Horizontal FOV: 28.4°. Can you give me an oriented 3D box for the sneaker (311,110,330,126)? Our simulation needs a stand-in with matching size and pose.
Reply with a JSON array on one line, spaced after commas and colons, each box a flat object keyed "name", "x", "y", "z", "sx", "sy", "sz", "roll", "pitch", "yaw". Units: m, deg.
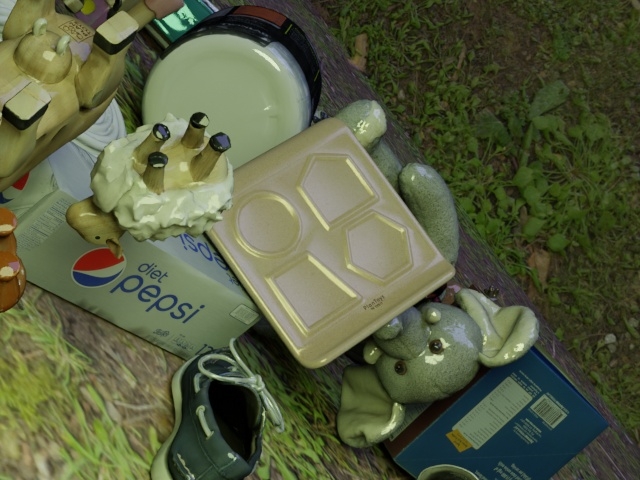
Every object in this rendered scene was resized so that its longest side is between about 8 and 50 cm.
[{"name": "sneaker", "x": -0.051, "y": -0.177, "z": 1.984, "sx": 0.107, "sy": 0.110, "sz": 0.275, "roll": -43, "pitch": 114, "yaw": -42}]

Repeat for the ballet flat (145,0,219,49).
[{"name": "ballet flat", "x": -0.287, "y": -0.414, "z": 1.881, "sx": 0.400, "sy": 0.139, "sz": 0.139, "roll": 50, "pitch": 13, "yaw": -19}]

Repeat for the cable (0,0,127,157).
[{"name": "cable", "x": -0.293, "y": -0.154, "z": 1.187, "sx": 0.257, "sy": 0.089, "sz": 0.257, "roll": 35, "pitch": 20, "yaw": -47}]

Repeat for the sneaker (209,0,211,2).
[{"name": "sneaker", "x": -0.274, "y": -0.417, "z": 2.019, "sx": 0.217, "sy": 0.079, "sz": 0.121, "roll": 27, "pitch": -34, "yaw": 15}]

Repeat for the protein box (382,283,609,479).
[{"name": "protein box", "x": 0.193, "y": 0.204, "z": 1.516, "sx": 0.200, "sy": 0.201, "sz": 0.136, "roll": 41, "pitch": 9, "yaw": -33}]

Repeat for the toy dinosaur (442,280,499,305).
[{"name": "toy dinosaur", "x": 0.155, "y": 0.127, "z": 1.798, "sx": 0.200, "sy": 0.127, "sz": 0.295, "roll": -10, "pitch": 82, "yaw": -41}]

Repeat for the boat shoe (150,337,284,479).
[{"name": "boat shoe", "x": -0.082, "y": 0.147, "z": 1.076, "sx": 0.095, "sy": 0.079, "sz": 0.254, "roll": 48, "pitch": 14, "yaw": -7}]

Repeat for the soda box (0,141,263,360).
[{"name": "soda box", "x": -0.175, "y": 0.009, "z": 1.122, "sx": 0.286, "sy": 0.091, "sz": 0.098, "roll": 35, "pitch": 20, "yaw": -47}]

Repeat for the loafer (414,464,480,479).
[{"name": "loafer", "x": 0.135, "y": 0.284, "z": 1.294, "sx": 0.112, "sy": 0.111, "sz": 0.319, "roll": 22, "pitch": 9, "yaw": 9}]

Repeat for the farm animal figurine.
[{"name": "farm animal figurine", "x": -0.268, "y": -0.081, "z": 0.877, "sx": 0.327, "sy": 0.172, "sz": 0.330, "roll": -29, "pitch": 75, "yaw": -34}]

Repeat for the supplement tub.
[{"name": "supplement tub", "x": -0.105, "y": -0.196, "z": 1.652, "sx": 0.207, "sy": 0.207, "sz": 0.338, "roll": 48, "pitch": 14, "yaw": -9}]

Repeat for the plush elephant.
[{"name": "plush elephant", "x": 0.072, "y": 0.070, "z": 1.363, "sx": 0.330, "sy": 0.272, "sz": 0.255, "roll": 41, "pitch": 11, "yaw": -46}]

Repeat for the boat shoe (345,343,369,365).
[{"name": "boat shoe", "x": 0.131, "y": 0.147, "z": 1.692, "sx": 0.302, "sy": 0.113, "sz": 0.103, "roll": 41, "pitch": 22, "yaw": -30}]

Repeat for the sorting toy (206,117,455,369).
[{"name": "sorting toy", "x": 0.000, "y": 0.000, "z": 1.214, "sx": 0.208, "sy": 0.193, "sz": 0.038, "roll": 52, "pitch": -29, "yaw": 11}]

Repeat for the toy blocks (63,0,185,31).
[{"name": "toy blocks", "x": -0.259, "y": -0.430, "z": 1.547, "sx": 0.288, "sy": 0.260, "sz": 0.309, "roll": 52, "pitch": 0, "yaw": 4}]
